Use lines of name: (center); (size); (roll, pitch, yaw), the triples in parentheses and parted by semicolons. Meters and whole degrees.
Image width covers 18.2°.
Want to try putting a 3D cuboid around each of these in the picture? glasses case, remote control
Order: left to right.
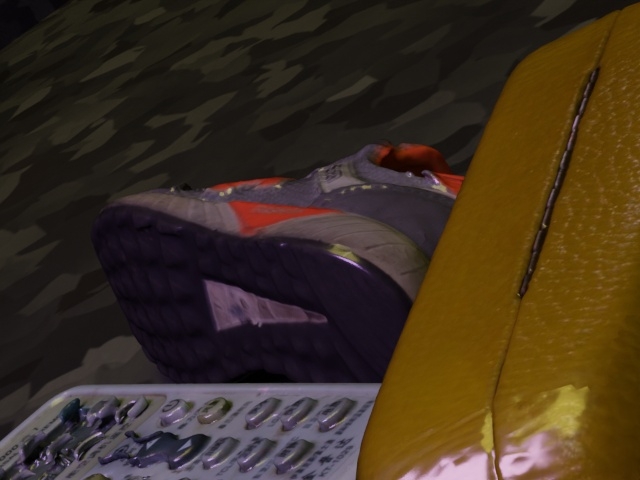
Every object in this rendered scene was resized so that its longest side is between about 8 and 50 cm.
remote control: (-0.071, 0.127, 1.013); (0.335, 0.065, 0.128); (-5, 32, 52)
glasses case: (0.139, 0.039, 0.755); (0.141, 0.173, 0.371); (-21, 22, 27)

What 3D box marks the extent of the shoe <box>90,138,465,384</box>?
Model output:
shoe: (0.000, 0.000, 1.162); (0.171, 0.132, 0.336); (-34, 20, -28)
